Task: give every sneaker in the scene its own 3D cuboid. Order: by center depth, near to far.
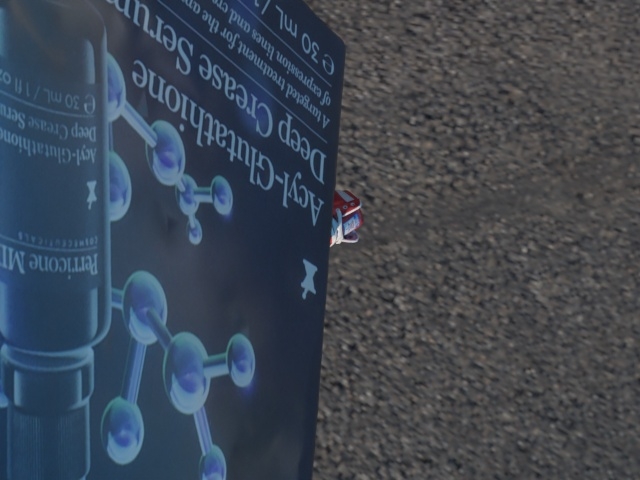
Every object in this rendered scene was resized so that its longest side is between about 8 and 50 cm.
[{"bbox_3d":[0.000,0.000,0.941,0.067,0.118,0.042,4,135,-1],"label":"sneaker"}]

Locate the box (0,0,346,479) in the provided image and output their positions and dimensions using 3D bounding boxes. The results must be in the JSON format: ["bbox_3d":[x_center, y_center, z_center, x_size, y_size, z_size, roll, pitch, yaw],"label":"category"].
[{"bbox_3d":[-0.155,0.021,0.606,0.293,0.212,0.395,35,55,-55],"label":"box"}]
